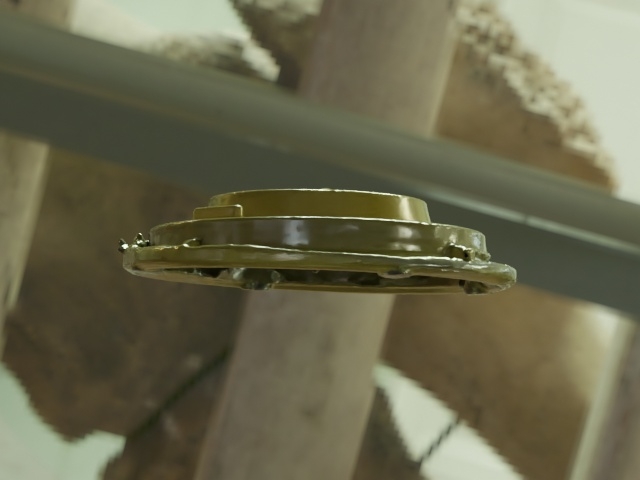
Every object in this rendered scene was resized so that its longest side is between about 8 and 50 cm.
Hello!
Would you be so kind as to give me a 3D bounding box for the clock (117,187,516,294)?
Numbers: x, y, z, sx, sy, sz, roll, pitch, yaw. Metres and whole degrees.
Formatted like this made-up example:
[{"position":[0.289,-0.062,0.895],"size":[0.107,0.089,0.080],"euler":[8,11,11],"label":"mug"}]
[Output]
[{"position":[0.000,0.000,1.180],"size":[0.237,0.057,0.237],"euler":[1,-4,0],"label":"clock"}]
